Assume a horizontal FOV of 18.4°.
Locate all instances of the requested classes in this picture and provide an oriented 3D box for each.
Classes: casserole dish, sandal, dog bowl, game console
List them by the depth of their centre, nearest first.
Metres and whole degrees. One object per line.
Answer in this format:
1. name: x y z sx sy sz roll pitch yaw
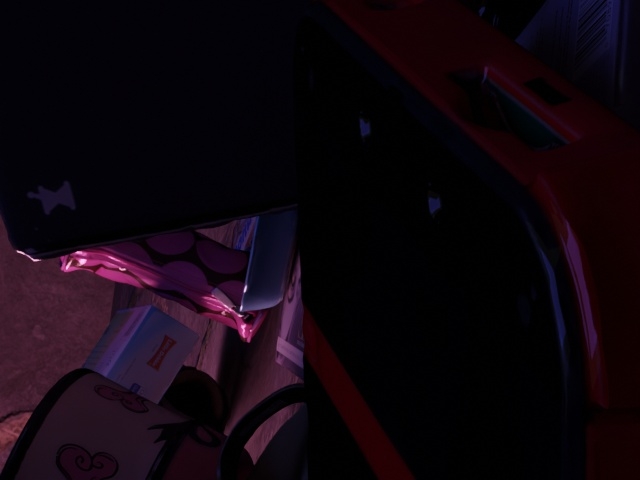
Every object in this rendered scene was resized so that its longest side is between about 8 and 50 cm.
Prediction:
1. game console: 0.060 0.088 0.790 0.386 0.060 0.342 -125 30 -66
2. sandal: -0.026 0.153 1.426 0.303 0.086 0.120 119 158 -61
3. dog bowl: -0.163 0.314 1.566 0.408 0.150 0.408 11 -90 -82
4. casserole dish: -0.041 -0.008 1.733 0.188 0.037 0.114 -83 4 -68

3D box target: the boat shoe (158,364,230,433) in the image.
1. boat shoe: -0.136 0.173 1.985 0.092 0.103 0.285 -52 4 11

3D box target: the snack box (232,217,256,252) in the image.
1. snack box: -0.057 -0.035 1.934 0.178 0.022 0.064 114 161 -52

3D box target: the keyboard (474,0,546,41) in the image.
1. keyboard: 0.102 -0.042 1.115 0.100 0.038 0.192 3 81 56

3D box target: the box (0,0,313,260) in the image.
1. box: -0.112 -0.323 1.303 0.471 0.297 0.479 -94 -7 -61

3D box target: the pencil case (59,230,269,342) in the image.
1. pencil case: -0.144 0.022 1.837 0.098 0.209 0.095 -78 9 -61

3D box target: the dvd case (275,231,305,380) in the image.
1. dvd case: 0.000 0.000 1.614 0.164 0.018 0.221 -163 82 -79

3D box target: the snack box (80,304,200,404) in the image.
1. snack box: -0.209 0.156 1.915 0.187 0.060 0.322 -57 8 -8

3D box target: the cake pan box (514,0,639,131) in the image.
1. cake pan box: 0.113 0.013 0.881 0.246 0.070 0.266 129 148 -66
